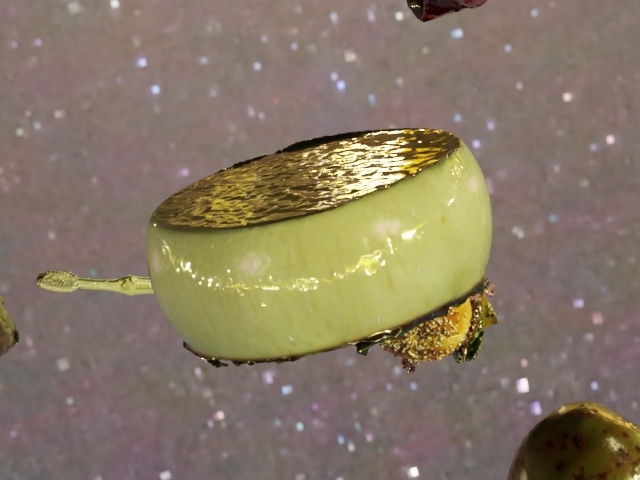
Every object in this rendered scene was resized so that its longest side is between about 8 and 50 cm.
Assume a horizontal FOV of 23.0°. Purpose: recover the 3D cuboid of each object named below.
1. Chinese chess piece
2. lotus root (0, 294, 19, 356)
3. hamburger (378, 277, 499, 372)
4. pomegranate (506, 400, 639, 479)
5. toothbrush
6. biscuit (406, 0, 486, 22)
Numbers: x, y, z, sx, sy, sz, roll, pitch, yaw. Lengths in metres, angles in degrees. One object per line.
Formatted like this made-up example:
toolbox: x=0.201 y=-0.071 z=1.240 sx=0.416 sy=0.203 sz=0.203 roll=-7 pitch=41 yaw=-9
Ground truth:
Chinese chess piece: x=0.000 y=0.000 z=1.577 sx=0.349 sy=0.146 sz=0.349 roll=-14 pitch=-164 yaw=4
lotus root: x=-0.335 y=0.111 z=0.741 sx=0.397 sy=0.196 sz=0.179 roll=-27 pitch=-117 yaw=-16
hamburger: x=0.123 y=0.083 z=1.907 sx=0.164 sy=0.189 sz=0.093 roll=-38 pitch=-164 yaw=30
pomegranate: x=0.321 y=0.280 z=1.794 sx=0.202 sy=0.202 sz=0.248 roll=11 pitch=-165 yaw=39
toothbrush: x=-0.209 y=0.056 z=1.969 sx=0.294 sy=0.026 sz=0.028 roll=4 pitch=157 yaw=-23
biscuit: x=0.133 y=-0.228 z=1.230 sx=0.151 sy=0.063 sz=0.235 roll=-34 pitch=178 yaw=2
